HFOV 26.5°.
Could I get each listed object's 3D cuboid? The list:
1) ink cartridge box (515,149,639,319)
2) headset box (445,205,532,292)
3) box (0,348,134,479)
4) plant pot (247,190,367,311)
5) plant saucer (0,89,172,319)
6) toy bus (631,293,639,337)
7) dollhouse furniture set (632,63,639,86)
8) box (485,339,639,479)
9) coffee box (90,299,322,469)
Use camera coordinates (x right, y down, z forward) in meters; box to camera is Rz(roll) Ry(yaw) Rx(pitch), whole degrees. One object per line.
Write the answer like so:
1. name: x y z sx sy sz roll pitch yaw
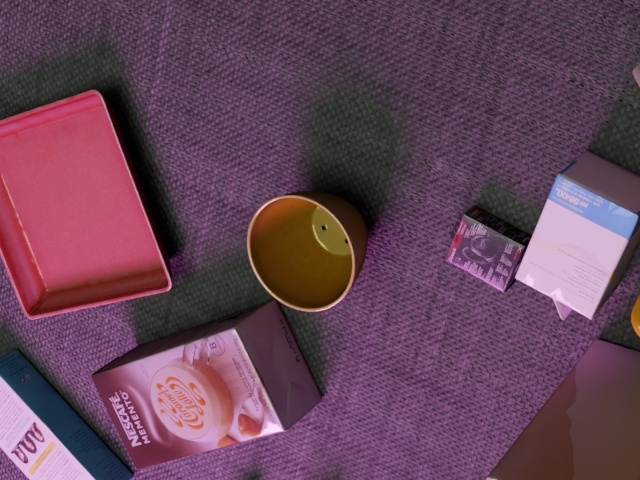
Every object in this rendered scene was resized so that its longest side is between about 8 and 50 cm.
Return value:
1. ink cartridge box: 0.264 0.001 1.358 0.090 0.092 0.143 29 121 18
2. headset box: 0.176 0.007 1.450 0.083 0.032 0.062 29 121 18
3. box: -0.375 0.272 1.862 0.244 0.060 0.100 46 125 7
4. plant pot: 0.000 0.000 1.511 0.134 0.095 0.134 11 114 27
5. plant saucer: -0.313 -0.044 1.708 0.258 0.047 0.259 -12 102 34
6. toy bus: 0.346 0.050 1.192 0.108 0.332 0.130 30 92 17
7. dollhouse furniture set: 0.409 -0.089 1.174 0.161 0.212 0.242 -38 62 34
8. box: 0.262 0.232 1.319 0.121 0.311 0.148 18 117 23
9. coffee box: -0.141 0.180 1.665 0.246 0.098 0.141 -21 98 35
